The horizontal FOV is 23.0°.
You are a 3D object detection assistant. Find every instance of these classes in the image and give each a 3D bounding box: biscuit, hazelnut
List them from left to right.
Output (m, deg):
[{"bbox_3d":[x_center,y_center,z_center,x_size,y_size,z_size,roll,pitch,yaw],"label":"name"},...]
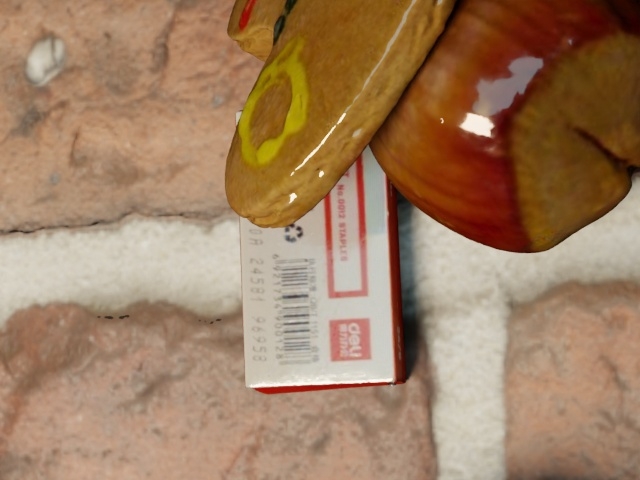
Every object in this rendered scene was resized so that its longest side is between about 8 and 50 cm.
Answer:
[{"bbox_3d":[-0.010,-0.162,1.140,0.262,0.052,0.277,-52,33,16],"label":"biscuit"},{"bbox_3d":[0.133,-0.107,1.111,0.181,0.181,0.212,26,100,-24],"label":"hazelnut"}]

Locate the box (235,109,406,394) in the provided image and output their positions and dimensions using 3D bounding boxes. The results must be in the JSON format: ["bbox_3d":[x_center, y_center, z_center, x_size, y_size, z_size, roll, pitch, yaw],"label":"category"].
[{"bbox_3d":[0.000,0.000,1.198,0.123,0.050,0.229,-5,83,15],"label":"box"}]
